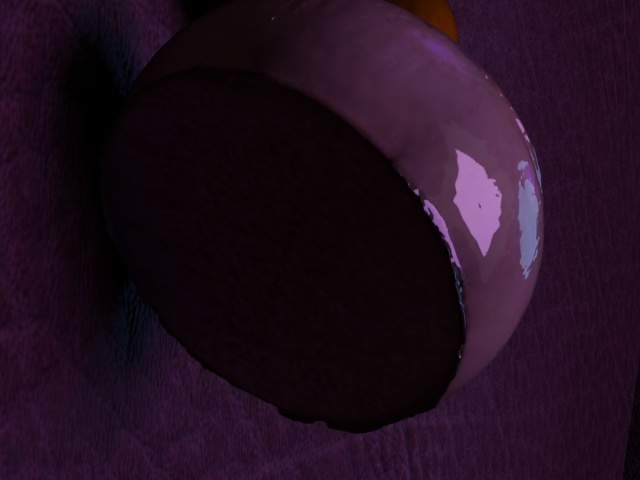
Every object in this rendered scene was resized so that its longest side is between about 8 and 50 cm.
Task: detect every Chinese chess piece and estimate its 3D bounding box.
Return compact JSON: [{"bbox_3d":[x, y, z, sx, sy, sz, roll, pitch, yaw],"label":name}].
[{"bbox_3d":[0.000,-0.017,1.176,0.112,0.270,0.270,-47,140,-43],"label":"Chinese chess piece"}]

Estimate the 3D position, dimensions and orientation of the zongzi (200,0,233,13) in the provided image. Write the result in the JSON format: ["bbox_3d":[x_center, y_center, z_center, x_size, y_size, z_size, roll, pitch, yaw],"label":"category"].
[{"bbox_3d":[-0.036,-0.239,1.324,0.194,0.099,0.197,75,18,-46],"label":"zongzi"}]

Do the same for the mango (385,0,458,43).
[{"bbox_3d":[0.060,-0.137,1.642,0.115,0.090,0.178,60,38,-47],"label":"mango"}]
